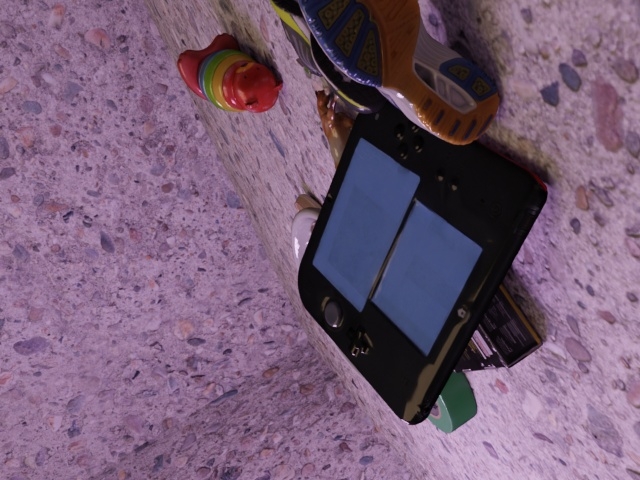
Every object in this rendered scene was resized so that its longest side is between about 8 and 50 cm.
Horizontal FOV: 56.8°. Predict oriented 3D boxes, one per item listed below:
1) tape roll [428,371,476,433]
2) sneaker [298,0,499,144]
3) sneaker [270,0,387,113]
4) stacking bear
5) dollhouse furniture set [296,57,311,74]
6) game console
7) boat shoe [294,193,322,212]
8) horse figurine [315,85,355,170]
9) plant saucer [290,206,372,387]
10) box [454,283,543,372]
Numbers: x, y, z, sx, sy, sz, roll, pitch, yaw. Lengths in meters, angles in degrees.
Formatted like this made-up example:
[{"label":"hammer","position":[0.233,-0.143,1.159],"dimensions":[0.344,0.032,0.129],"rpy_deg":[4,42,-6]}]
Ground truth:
[{"label":"tape roll","position":[0.253,0.318,1.469],"dimensions":[0.321,0.077,0.321],"rpy_deg":[55,167,20]},{"label":"sneaker","position":[0.069,-0.217,0.671],"dimensions":[0.296,0.112,0.131],"rpy_deg":[39,-173,-29]},{"label":"sneaker","position":[0.023,-0.295,0.913],"dimensions":[0.300,0.111,0.121],"rpy_deg":[61,177,30]},{"label":"stacking bear","position":[-0.206,-0.396,1.473],"dimensions":[0.289,0.175,0.164],"rpy_deg":[34,151,48]},{"label":"dollhouse furniture set","position":[-0.036,-0.362,1.060],"dimensions":[0.151,0.059,0.076],"rpy_deg":[53,166,27]},{"label":"game console","position":[0.108,0.012,0.855],"dimensions":[0.342,0.060,0.386],"rpy_deg":[48,125,46]},{"label":"boat shoe","position":[0.000,0.000,1.686],"dimensions":[0.302,0.098,0.109],"rpy_deg":[56,168,16]},{"label":"horse figurine","position":[0.060,-0.173,1.107],"dimensions":[0.263,0.066,0.174],"rpy_deg":[64,162,-8]},{"label":"plant saucer","position":[0.080,0.106,1.173],"dimensions":[0.400,0.101,0.400],"rpy_deg":[52,157,33]},{"label":"box","position":[0.215,0.074,1.037],"dimensions":[0.322,0.079,0.257],"rpy_deg":[58,166,10]}]
